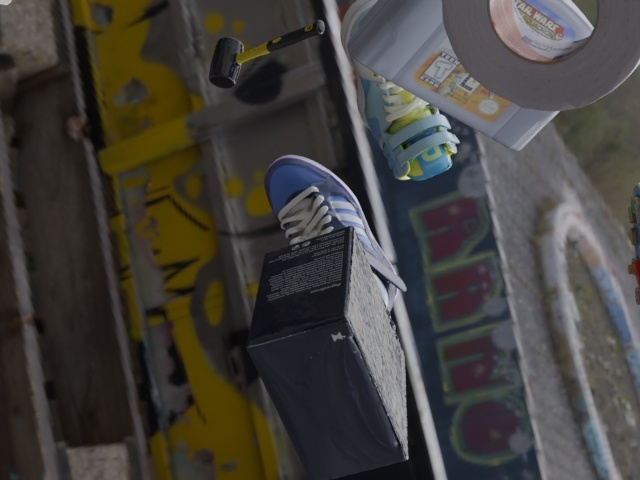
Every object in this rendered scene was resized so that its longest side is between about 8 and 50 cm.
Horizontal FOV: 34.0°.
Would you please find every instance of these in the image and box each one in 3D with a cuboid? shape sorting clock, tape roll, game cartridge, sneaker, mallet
[{"bbox_3d":[0.394,0.033,1.269,0.206,0.040,0.206,-6,90,-83],"label":"shape sorting clock"},{"bbox_3d":[0.236,-0.245,1.061,0.072,0.219,0.219,-41,112,-50],"label":"tape roll"},{"bbox_3d":[0.204,-0.238,1.266,0.297,0.198,0.062,23,38,-32],"label":"game cartridge"},{"bbox_3d":[0.000,0.001,1.664,0.322,0.130,0.236,53,16,4],"label":"sneaker"},{"bbox_3d":[0.130,-0.212,1.551,0.319,0.127,0.208,68,-3,-61],"label":"sneaker"},{"bbox_3d":[-0.067,-0.249,1.311,0.039,0.190,0.062,29,54,-40],"label":"mallet"}]

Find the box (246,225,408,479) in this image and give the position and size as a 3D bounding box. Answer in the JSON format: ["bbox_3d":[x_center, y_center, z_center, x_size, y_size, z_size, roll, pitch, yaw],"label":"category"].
[{"bbox_3d":[0.011,0.098,0.926,0.158,0.093,0.156,-84,155,-61],"label":"box"}]

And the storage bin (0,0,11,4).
[{"bbox_3d":[-0.499,-0.265,1.106,0.260,0.262,0.123,0,74,-45],"label":"storage bin"}]
